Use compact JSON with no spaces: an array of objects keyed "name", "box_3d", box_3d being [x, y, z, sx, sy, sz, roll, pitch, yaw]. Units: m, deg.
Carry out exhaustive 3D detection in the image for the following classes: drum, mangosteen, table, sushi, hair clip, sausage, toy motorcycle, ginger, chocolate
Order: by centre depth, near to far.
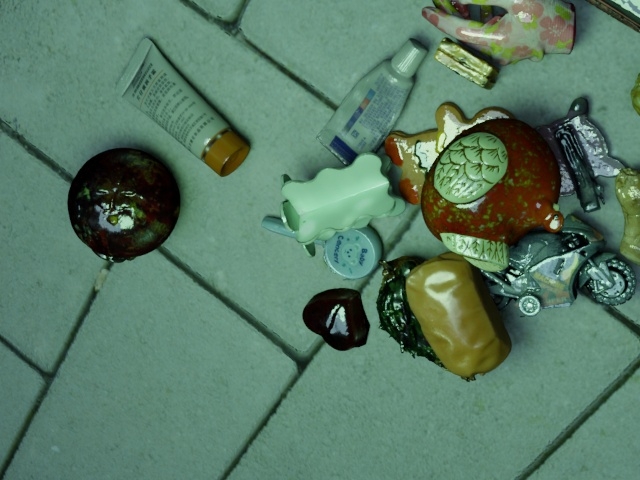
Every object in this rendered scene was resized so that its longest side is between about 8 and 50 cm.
[{"name":"ginger","box_3d":[0.549,-0.038,1.344,0.096,0.069,0.190,-12,112,20]},{"name":"hair clip","box_3d":[0.438,-0.136,1.377,0.146,0.056,0.187,-28,87,28]},{"name":"sausage","box_3d":[0.249,0.135,1.411,0.136,0.120,0.241,-28,98,22]},{"name":"toy motorcycle","box_3d":[0.400,0.043,1.422,0.307,0.108,0.173,-6,97,24]},{"name":"table","box_3d":[0.044,-0.076,1.459,0.198,0.166,0.166,-19,100,18]},{"name":"sushi","box_3d":[0.183,0.153,1.516,0.149,0.140,0.287,-23,98,19]},{"name":"drum","box_3d":[0.008,-0.017,1.579,0.253,0.049,0.130,32,117,11]},{"name":"chocolate","box_3d":[0.037,0.164,1.613,0.149,0.080,0.125,42,118,5]},{"name":"mangosteen","box_3d":[-0.410,-0.060,1.660,0.231,0.231,0.289,37,155,6]}]

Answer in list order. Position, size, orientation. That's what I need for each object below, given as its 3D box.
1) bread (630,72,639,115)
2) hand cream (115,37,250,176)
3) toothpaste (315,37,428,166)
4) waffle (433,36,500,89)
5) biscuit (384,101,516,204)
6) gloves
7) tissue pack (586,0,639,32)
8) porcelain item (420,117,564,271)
[{"name":"bread","box_3d":[0.592,-0.273,1.224,0.232,0.128,0.088,-34,77,26]},{"name":"hand cream","box_3d":[-0.286,-0.255,1.593,0.314,0.089,0.139,44,116,7]},{"name":"toothpaste","box_3d":[0.103,-0.252,1.461,0.282,0.069,0.099,-52,52,36]},{"name":"waffle","box_3d":[0.250,-0.296,1.334,0.102,0.148,0.042,35,107,9]},{"name":"biscuit","box_3d":[0.241,-0.168,1.445,0.250,0.036,0.165,-19,101,25]},{"name":"gloves","box_3d":[0.288,-0.353,1.298,0.241,0.145,0.126,-1,97,7]},{"name":"tissue pack","box_3d":[0.476,-0.475,1.205,0.332,0.123,0.245,36,122,10]},{"name":"porcelain item","box_3d":[0.299,-0.070,1.311,0.253,0.253,0.252,7,110,19]}]
